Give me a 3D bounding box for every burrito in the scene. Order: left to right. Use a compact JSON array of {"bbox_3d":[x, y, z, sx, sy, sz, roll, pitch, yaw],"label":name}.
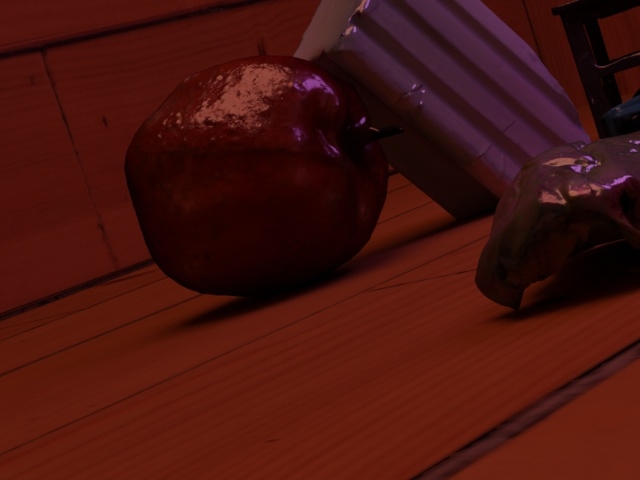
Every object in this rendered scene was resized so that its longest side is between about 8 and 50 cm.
[{"bbox_3d":[0.185,-0.025,0.867,0.144,0.089,0.229,-19,1,28],"label":"burrito"}]

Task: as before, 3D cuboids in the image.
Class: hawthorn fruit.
[{"bbox_3d":[-0.042,-0.074,1.380,0.300,0.254,0.254,-15,5,41],"label":"hawthorn fruit"}]

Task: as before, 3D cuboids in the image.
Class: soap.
[{"bbox_3d":[0.149,-0.166,1.552,0.115,0.347,0.208,-26,33,50],"label":"soap"}]

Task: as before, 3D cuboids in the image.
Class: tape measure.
[{"bbox_3d":[0.410,-0.151,1.608,0.125,0.081,0.146,-21,4,-1],"label":"tape measure"}]

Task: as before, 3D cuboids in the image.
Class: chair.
[{"bbox_3d":[0.453,-0.370,1.994,0.203,0.416,0.240,-17,4,22],"label":"chair"}]
